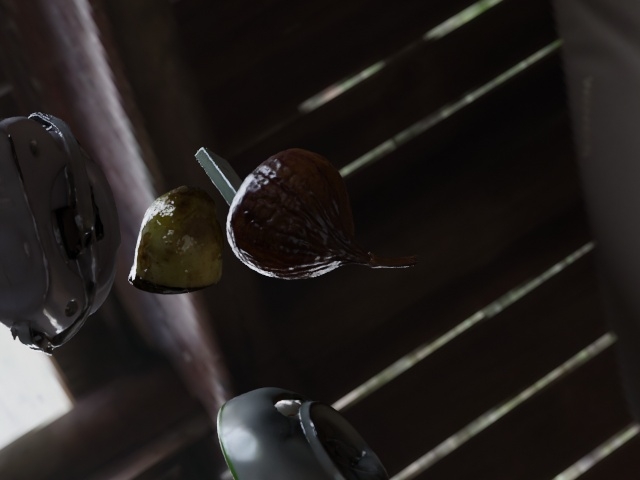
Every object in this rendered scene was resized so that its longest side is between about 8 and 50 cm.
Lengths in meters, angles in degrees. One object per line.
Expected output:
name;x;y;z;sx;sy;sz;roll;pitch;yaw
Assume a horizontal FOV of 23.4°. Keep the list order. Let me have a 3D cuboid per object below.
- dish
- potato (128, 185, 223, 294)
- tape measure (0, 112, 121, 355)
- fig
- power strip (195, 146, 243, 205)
dish;0.008;0.321;2.158;0.324;0.124;0.324;47;-166;-16
potato;-0.153;-0.002;1.610;0.066;0.096;0.103;-59;-28;-73
tape measure;-0.272;-0.016;1.512;0.197;0.120;0.236;-44;-58;-66
fig;0.000;0.000;1.696;0.201;0.133;0.146;38;124;22
power strip;-0.115;-0.074;1.905;0.051;0.019;0.136;28;-163;-44
